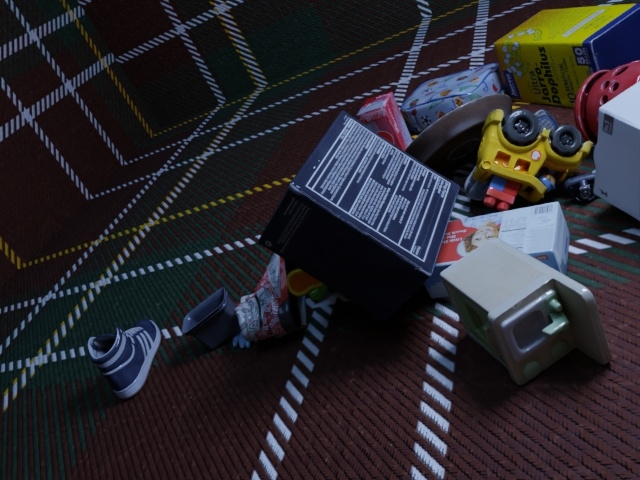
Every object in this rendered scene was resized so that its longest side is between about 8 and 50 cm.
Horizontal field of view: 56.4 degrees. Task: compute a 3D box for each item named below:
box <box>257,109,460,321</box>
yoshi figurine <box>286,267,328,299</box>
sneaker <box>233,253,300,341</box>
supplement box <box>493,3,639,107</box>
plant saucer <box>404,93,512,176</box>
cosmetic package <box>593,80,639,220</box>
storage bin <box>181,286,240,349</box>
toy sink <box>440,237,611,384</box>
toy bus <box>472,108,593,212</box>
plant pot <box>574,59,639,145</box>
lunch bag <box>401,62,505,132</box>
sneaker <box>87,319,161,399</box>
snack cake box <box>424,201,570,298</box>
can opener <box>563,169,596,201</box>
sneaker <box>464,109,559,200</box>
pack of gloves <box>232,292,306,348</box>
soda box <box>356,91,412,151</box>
[{"bbox_3d":[0.083,-0.052,1.173,0.183,0.294,0.296,-56,2,44],"label":"box"},{"bbox_3d":[-0.022,0.015,1.409,0.204,0.203,0.362,-64,-11,18],"label":"yoshi figurine"},{"bbox_3d":[-0.130,0.117,1.399,0.145,0.090,0.270,-19,41,11],"label":"sneaker"},{"bbox_3d":[0.679,-0.496,1.613,0.195,0.194,0.356,-35,27,-10],"label":"supplement box"},{"bbox_3d":[0.339,-0.238,1.459,0.310,0.050,0.310,-25,-19,-9],"label":"plant saucer"},{"bbox_3d":[0.689,-0.221,1.074,0.385,0.217,0.156,-35,46,-10],"label":"cosmetic package"},{"bbox_3d":[-0.252,0.192,1.439,0.135,0.091,0.098,-37,25,10],"label":"storage bin"},{"bbox_3d":[0.318,0.123,0.958,0.131,0.153,0.234,-33,28,-7],"label":"toy sink"},{"bbox_3d":[0.439,-0.152,1.286,0.149,0.220,0.211,75,-146,-81],"label":"toy bus"},{"bbox_3d":[0.661,-0.289,1.286,0.191,0.191,0.174,-39,24,-18],"label":"plant pot"},{"bbox_3d":[0.424,-0.451,1.877,0.303,0.115,0.243,0,37,46],"label":"lunch bag"},{"bbox_3d":[-0.496,0.254,1.518,0.099,0.153,0.282,-25,27,8],"label":"sneaker"},{"bbox_3d":[0.340,0.023,1.174,0.264,0.089,0.152,-10,35,34],"label":"snack cake box"},{"bbox_3d":[0.592,-0.127,1.216,0.186,0.059,0.073,-13,40,28],"label":"can opener"},{"bbox_3d":[0.453,-0.193,1.448,0.297,0.111,0.129,-39,7,-17],"label":"sneaker"},{"bbox_3d":[-0.128,0.157,1.448,0.195,0.046,0.232,-23,28,11],"label":"pack of gloves"},{"bbox_3d":[0.194,-0.254,1.594,0.083,0.263,0.092,-10,33,31],"label":"soda box"}]
